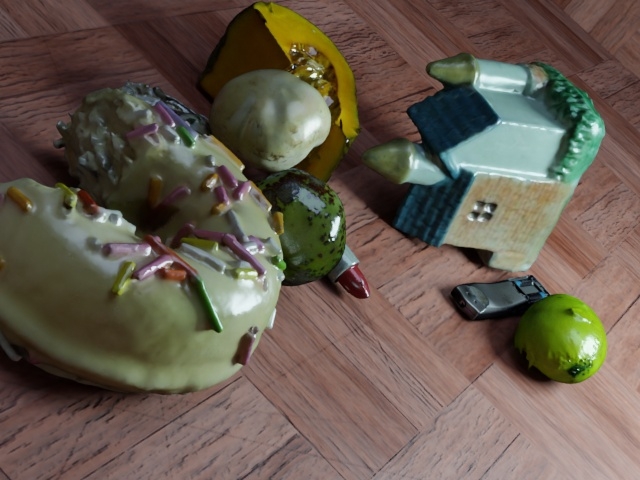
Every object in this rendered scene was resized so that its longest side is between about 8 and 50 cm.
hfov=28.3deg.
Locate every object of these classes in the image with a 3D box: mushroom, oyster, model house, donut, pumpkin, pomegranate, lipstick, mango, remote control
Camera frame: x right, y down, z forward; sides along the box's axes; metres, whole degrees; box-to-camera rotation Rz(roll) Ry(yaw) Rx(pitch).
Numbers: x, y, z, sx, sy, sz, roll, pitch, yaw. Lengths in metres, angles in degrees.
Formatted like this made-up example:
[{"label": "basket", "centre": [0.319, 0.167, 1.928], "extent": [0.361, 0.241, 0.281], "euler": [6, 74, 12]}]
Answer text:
[{"label": "mushroom", "centre": [-0.061, -0.146, 1.533], "extent": [0.148, 0.112, 0.148], "euler": [-2, 49, 3]}, {"label": "oyster", "centre": [-0.177, -0.137, 1.537], "extent": [0.165, 0.053, 0.108], "euler": [30, 10, -3]}, {"label": "model house", "centre": [0.181, -0.124, 1.752], "extent": [0.325, 0.267, 0.194], "euler": [4, 37, -30]}, {"label": "donut", "centre": [-0.173, 0.003, 1.238], "extent": [0.307, 0.150, 0.371], "euler": [37, 28, -5]}, {"label": "pumpkin", "centre": [-0.057, -0.193, 1.665], "extent": [0.190, 0.139, 0.280], "euler": [33, 26, -19]}, {"label": "pomegranate", "centre": [-0.042, -0.022, 1.457], "extent": [0.163, 0.125, 0.138], "euler": [43, -22, 52]}, {"label": "lipstick", "centre": [-0.001, 0.001, 1.548], "extent": [0.186, 0.057, 0.063], "euler": [53, 28, 13]}, {"label": "mango", "centre": [0.326, 0.124, 1.704], "extent": [0.119, 0.100, 0.178], "euler": [33, 21, -6]}, {"label": "remote control", "centre": [0.254, 0.078, 1.756], "extent": [0.212, 0.028, 0.059], "euler": [-5, 52, -52]}]
